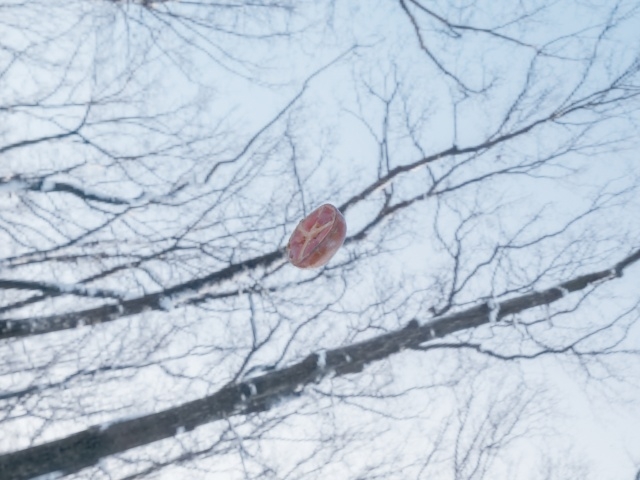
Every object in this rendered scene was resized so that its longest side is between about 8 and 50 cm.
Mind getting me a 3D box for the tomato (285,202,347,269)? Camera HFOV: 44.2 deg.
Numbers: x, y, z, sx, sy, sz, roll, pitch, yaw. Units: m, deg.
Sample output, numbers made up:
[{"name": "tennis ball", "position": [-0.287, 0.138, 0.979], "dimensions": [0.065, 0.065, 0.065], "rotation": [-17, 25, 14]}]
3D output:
[{"name": "tomato", "position": [0.000, 0.000, 1.641], "dimensions": [0.155, 0.069, 0.155], "rotation": [-38, -150, 26]}]
